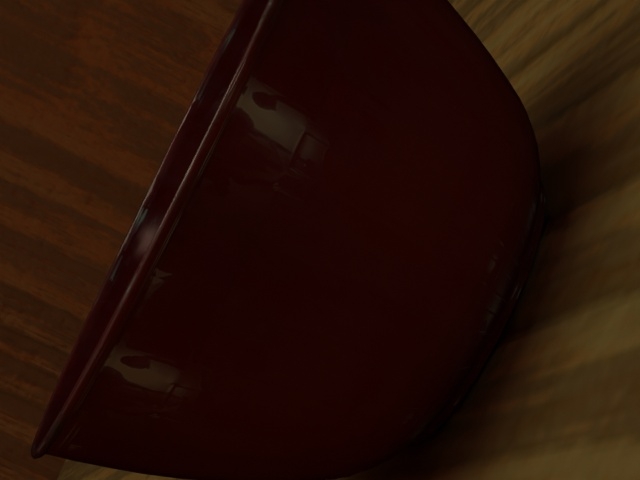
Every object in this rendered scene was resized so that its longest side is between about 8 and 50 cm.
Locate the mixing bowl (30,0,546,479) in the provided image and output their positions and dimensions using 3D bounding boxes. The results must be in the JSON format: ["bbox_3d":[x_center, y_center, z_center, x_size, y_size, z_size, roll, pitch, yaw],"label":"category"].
[{"bbox_3d":[0.000,0.000,0.482,0.181,0.098,0.181,-61,8,14],"label":"mixing bowl"}]
